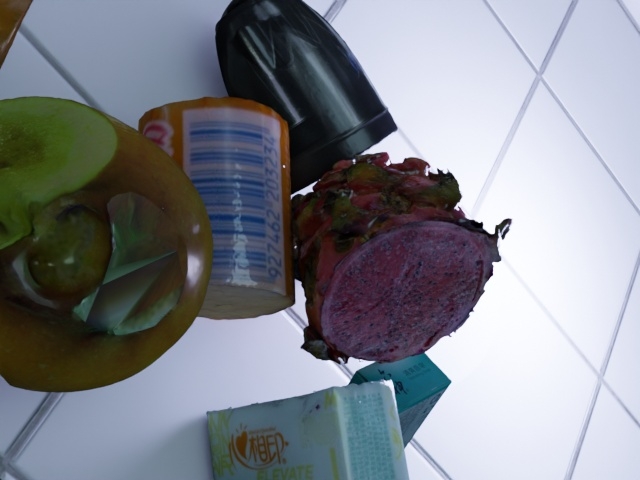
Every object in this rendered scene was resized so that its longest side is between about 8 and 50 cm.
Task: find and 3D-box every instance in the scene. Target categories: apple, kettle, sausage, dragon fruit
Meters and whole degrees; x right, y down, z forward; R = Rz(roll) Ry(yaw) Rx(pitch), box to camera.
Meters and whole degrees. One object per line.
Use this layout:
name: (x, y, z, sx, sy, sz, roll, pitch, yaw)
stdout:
apple: (-0.322, 0.010, 1.275, 0.383, 0.374, 0.375, 22, 62, -27)
kettle: (-0.038, -0.277, 1.780, 0.324, 0.228, 0.321, 59, 20, -7)
sausage: (-0.154, -0.040, 1.560, 0.233, 0.233, 0.287, 10, 70, -41)
dragon fruit: (0.089, 0.007, 1.600, 0.314, 0.296, 0.263, -4, 36, -23)

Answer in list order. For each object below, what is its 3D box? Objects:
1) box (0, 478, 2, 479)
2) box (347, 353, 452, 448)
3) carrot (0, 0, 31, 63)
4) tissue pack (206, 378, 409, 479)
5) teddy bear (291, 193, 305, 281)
box: (-0.494, 0.305, 1.133, 0.166, 0.220, 0.290, 47, 48, -3)
box: (0.083, 0.289, 1.661, 0.153, 0.245, 0.092, -17, 54, -46)
carrot: (-0.520, -0.296, 1.361, 0.254, 0.196, 0.196, 29, 57, -20)
tissue pack: (-0.005, 0.412, 1.511, 0.162, 0.287, 0.388, 3, 75, -48)
teddy bear: (-0.006, 0.017, 1.756, 0.251, 0.129, 0.182, 11, 33, -24)
